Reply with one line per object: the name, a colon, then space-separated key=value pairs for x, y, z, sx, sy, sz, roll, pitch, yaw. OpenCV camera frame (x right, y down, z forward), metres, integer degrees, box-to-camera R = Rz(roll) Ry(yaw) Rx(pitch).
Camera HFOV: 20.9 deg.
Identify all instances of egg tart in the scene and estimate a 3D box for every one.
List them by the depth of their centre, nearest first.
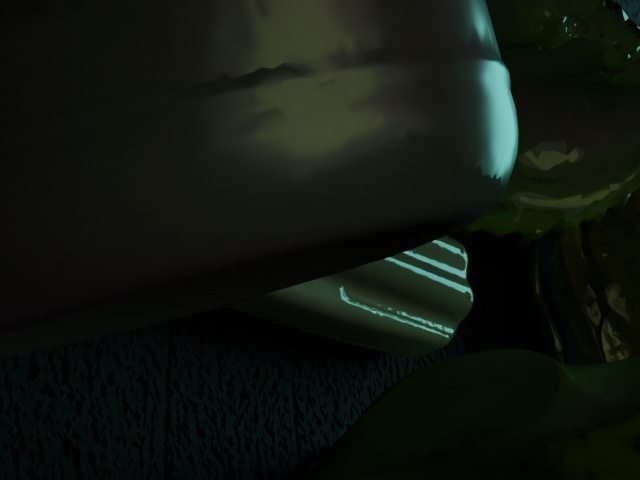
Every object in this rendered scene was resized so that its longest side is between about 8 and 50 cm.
egg tart: x=0.233 y=0.021 z=1.161 sx=0.291 sy=0.107 sz=0.291 roll=33 pitch=48 yaw=-45

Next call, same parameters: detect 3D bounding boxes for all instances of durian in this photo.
durian: x=0.101 y=-0.102 z=0.955 sx=0.352 sy=0.169 sz=0.158 roll=29 pitch=54 yaw=-48

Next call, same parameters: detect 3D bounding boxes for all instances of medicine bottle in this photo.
medicine bottle: x=-0.089 y=-0.133 z=0.600 sx=0.256 sy=0.256 sz=0.325 roll=-8 pitch=80 yaw=-58

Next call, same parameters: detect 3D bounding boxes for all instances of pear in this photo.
pear: x=0.120 y=0.188 z=0.762 sx=0.176 sy=0.282 sz=0.286 roll=-18 pitch=92 yaw=-66

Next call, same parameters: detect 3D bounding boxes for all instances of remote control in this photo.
remote control: x=-0.001 y=0.000 z=0.868 sx=0.230 sy=0.049 sz=0.090 roll=20 pitch=58 yaw=-50
